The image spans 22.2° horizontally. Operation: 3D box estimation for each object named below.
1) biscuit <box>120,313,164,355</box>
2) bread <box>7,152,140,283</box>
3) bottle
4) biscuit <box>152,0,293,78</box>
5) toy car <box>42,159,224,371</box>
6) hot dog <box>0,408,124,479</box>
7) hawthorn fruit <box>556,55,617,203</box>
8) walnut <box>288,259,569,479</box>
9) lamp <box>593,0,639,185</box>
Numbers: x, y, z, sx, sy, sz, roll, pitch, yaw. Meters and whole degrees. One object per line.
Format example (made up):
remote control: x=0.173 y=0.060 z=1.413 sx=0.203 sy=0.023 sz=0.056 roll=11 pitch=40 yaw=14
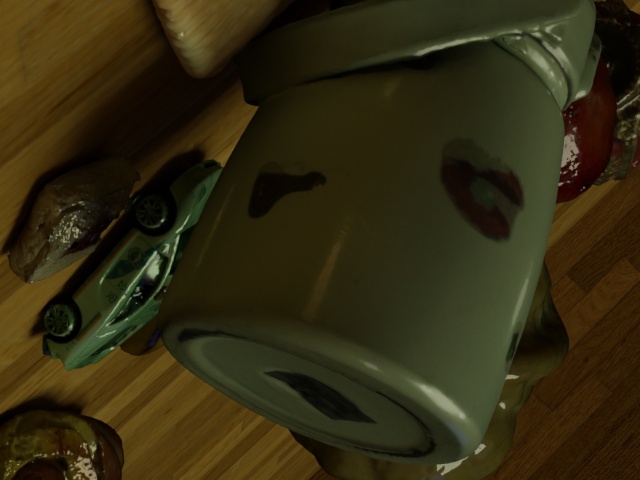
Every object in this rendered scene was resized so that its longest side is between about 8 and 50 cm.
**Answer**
biscuit: x=-0.076 y=0.010 z=1.323 sx=0.183 sy=0.039 sz=0.174 roll=-30 pitch=159 yaw=-56
bread: x=-0.150 y=-0.012 z=0.978 sx=0.070 sy=0.035 sz=0.083 roll=-30 pitch=164 yaw=-50
bottle: x=0.051 y=-0.063 z=1.000 sx=0.229 sy=0.229 sz=0.352 roll=98 pitch=14 yaw=-72
biscuit: x=0.005 y=-0.198 z=0.887 sx=0.249 sy=0.030 sz=0.160 roll=-45 pitch=169 yaw=-5
toy car: x=-0.123 y=0.022 z=1.141 sx=0.186 sy=0.058 sz=0.093 roll=-48 pitch=167 yaw=16
hot dog: x=-0.216 y=0.201 z=1.345 sx=0.123 sy=0.093 sz=0.261 roll=-45 pitch=169 yaw=1
hawthorn fruit: x=0.178 y=-0.126 z=1.480 sx=0.181 sy=0.181 sz=0.235 roll=-46 pitch=156 yaw=1
walnut: x=0.078 y=0.073 z=1.410 sx=0.282 sy=0.253 sz=0.277 roll=-56 pitch=177 yaw=15
lamp: x=0.292 y=-0.156 z=1.741 sx=0.177 sy=0.177 sz=0.274 roll=-45 pitch=168 yaw=-3
